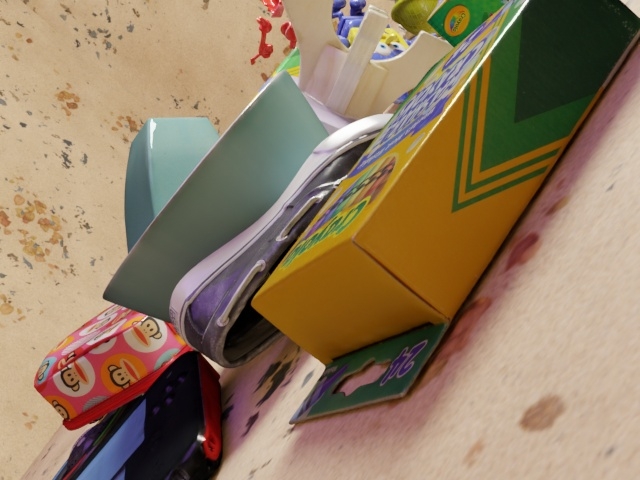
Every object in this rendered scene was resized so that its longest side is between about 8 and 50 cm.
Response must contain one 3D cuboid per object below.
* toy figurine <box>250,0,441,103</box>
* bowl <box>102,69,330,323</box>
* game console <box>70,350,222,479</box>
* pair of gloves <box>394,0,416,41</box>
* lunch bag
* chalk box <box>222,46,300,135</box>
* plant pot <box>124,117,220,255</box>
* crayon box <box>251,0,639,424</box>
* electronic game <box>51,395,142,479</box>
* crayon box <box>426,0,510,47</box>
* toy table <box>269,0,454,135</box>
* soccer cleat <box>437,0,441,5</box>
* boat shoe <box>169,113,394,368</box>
[{"bbox_3d":[0.094,-0.277,1.648,0.362,0.217,0.191,-4,-39,-32],"label":"toy figurine"},{"bbox_3d":[-0.074,-0.012,1.130,0.311,0.163,0.311,-51,5,6],"label":"bowl"},{"bbox_3d":[-0.232,0.288,1.016,0.386,0.060,0.342,-50,7,1],"label":"game console"},{"bbox_3d":[0.197,-0.449,1.822,0.204,0.042,0.240,-51,-22,-7],"label":"pair of gloves"},{"bbox_3d":[-0.263,0.139,1.555,0.258,0.120,0.293,-32,9,19],"label":"lunch bag"},{"bbox_3d":[-0.079,-0.149,1.792,0.289,0.179,0.180,-55,9,-34],"label":"chalk box"},{"bbox_3d":[-0.224,-0.072,1.691,0.165,0.234,0.166,-4,-16,-28],"label":"plant pot"},{"bbox_3d":[0.071,-0.031,0.733,0.323,0.083,0.203,-54,8,-24],"label":"crayon box"},{"bbox_3d":[-0.346,0.313,1.580,0.229,0.048,0.229,-48,8,9],"label":"electronic game"},{"bbox_3d":[0.250,-0.352,1.255,0.165,0.081,0.278,-40,12,50],"label":"crayon box"},{"bbox_3d":[0.041,-0.214,1.313,0.274,0.252,0.161,-112,45,-69],"label":"toy table"},{"bbox_3d":[0.245,-0.448,1.616,0.318,0.116,0.108,-54,8,-27],"label":"soccer cleat"},{"bbox_3d":[0.000,0.000,0.959,0.301,0.108,0.102,-40,37,-17],"label":"boat shoe"}]
